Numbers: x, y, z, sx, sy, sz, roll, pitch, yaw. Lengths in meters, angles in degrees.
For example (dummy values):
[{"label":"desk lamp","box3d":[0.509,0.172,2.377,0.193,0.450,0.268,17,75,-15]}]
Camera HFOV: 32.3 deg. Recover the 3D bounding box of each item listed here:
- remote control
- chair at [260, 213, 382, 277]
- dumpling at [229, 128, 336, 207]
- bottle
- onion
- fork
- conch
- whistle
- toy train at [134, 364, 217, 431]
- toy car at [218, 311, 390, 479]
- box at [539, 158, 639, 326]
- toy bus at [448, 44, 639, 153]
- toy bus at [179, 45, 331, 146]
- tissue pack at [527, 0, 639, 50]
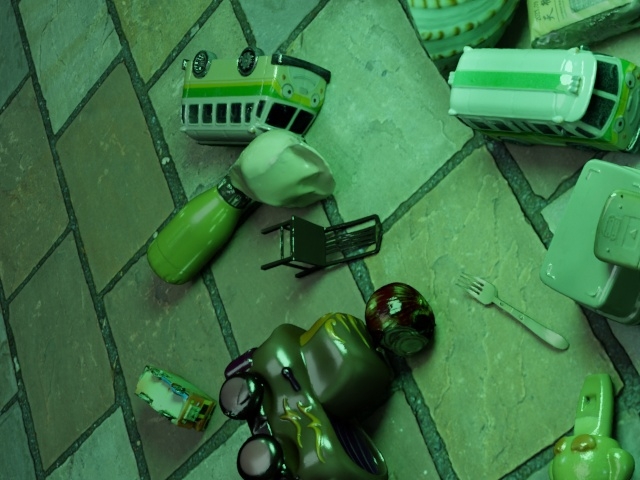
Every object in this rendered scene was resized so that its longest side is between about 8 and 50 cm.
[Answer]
[{"label":"remote control","box3d":[0.465,0.007,1.388,0.233,0.038,0.098,16,108,15]},{"label":"chair","box3d":[0.000,0.000,1.949,0.212,0.101,0.084,-19,65,42]},{"label":"dumpling","box3d":[-0.066,-0.117,2.012,0.215,0.166,0.126,-32,28,24]},{"label":"bottle","box3d":[-0.233,-0.027,2.187,0.260,0.112,0.112,-45,50,27]},{"label":"onion","box3d":[0.124,0.122,1.776,0.118,0.117,0.119,-21,48,24]},{"label":"fork","box3d":[0.294,0.106,1.677,0.219,0.028,0.034,34,95,42]},{"label":"conch","box3d":[0.218,-0.425,1.746,0.215,0.319,0.303,-19,72,20]},{"label":"whistle","box3d":[0.347,0.319,1.473,0.141,0.141,0.294,-18,64,41]},{"label":"toy train","box3d":[-0.284,0.304,2.149,0.188,0.099,0.072,25,93,48]},{"label":"toy car","box3d":[0.008,0.280,1.764,0.240,0.271,0.341,-34,57,15]},{"label":"box","box3d":[0.406,0.000,1.513,0.148,0.129,0.210,28,100,47]},{"label":"toy bus","box3d":[0.331,-0.212,1.631,0.276,0.164,0.134,11,87,47]},{"label":"toy bus","box3d":[-0.138,-0.271,2.144,0.305,0.143,0.179,6,84,46]},{"label":"tissue pack","box3d":[0.406,-0.430,1.653,0.215,0.123,0.257,-17,65,44]}]
